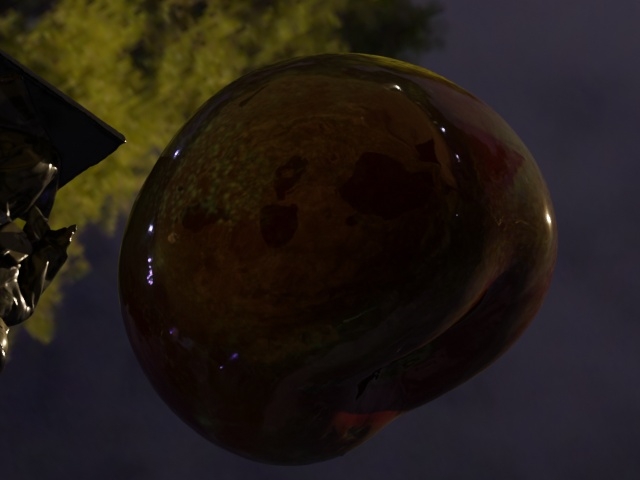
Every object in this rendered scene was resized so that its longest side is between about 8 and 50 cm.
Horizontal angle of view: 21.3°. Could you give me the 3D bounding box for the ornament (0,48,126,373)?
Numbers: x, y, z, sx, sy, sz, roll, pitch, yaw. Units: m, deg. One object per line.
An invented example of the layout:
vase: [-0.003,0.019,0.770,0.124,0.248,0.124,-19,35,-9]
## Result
ornament: [-0.218,0.008,1.116,0.153,0.166,0.196,-31,-131,23]

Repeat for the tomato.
tomato: [0.000,0.000,1.046,0.270,0.270,0.222,-34,-114,-5]
